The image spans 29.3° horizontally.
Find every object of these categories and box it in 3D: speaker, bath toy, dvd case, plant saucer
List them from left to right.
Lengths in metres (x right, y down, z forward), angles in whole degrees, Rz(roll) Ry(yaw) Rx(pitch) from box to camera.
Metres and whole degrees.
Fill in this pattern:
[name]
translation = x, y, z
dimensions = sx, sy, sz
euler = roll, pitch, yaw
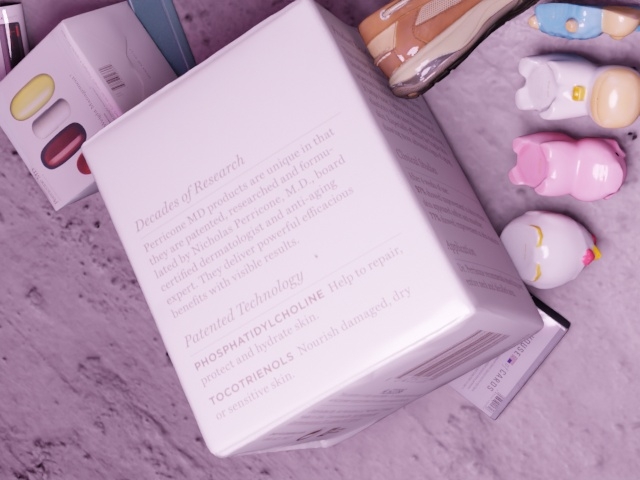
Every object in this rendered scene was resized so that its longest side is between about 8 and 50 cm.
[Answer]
[speaker]
translation = -0.455, -0.280, 1.796
dimensions = 0.055, 0.055, 0.136
euler = 3, 108, 25
[plant saucer]
translation = -0.218, -0.274, 1.707
dimensions = 0.067, 0.018, 0.192
euler = -15, 100, 29
[dvd case]
translation = 0.189, 0.106, 1.643
dimensions = 0.238, 0.029, 0.179
euler = 37, 119, 8
[bath toy]
translation = 0.310, -0.107, 1.459
dimensions = 0.151, 0.129, 0.348
euler = 33, 122, 50

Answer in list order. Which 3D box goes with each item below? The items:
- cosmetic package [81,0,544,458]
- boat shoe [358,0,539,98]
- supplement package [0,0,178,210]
[cosmetic package]
translation = 0.000, 0.000, 1.419
dimensions = 0.327, 0.329, 0.394
euler = -32, 72, 17
[boat shoe]
translation = 0.181, -0.298, 1.373
dimensions = 0.324, 0.122, 0.120
euler = -40, 87, -10
[supplement package]
translation = -0.317, -0.185, 1.698
dimensions = 0.203, 0.149, 0.194
euler = -34, 90, 36
